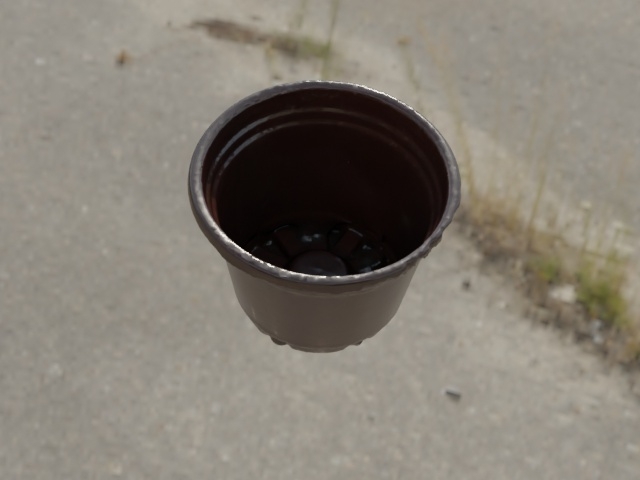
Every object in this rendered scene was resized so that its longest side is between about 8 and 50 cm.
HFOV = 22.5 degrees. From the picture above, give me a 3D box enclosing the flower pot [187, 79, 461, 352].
[{"bbox_3d":[0.000,0.000,0.687,0.111,0.089,0.111,1,54,-2],"label":"flower pot"}]
